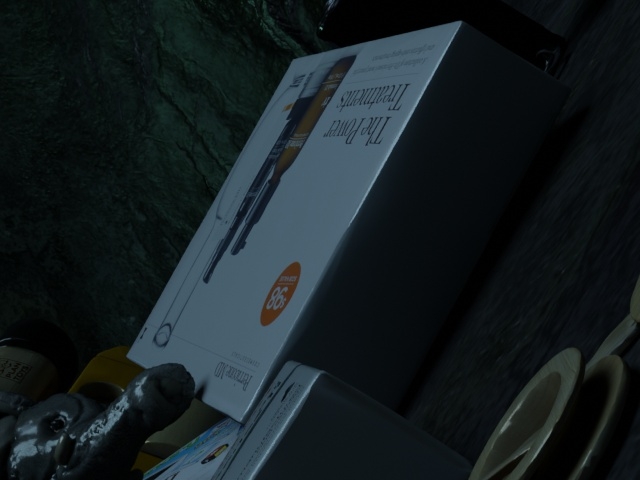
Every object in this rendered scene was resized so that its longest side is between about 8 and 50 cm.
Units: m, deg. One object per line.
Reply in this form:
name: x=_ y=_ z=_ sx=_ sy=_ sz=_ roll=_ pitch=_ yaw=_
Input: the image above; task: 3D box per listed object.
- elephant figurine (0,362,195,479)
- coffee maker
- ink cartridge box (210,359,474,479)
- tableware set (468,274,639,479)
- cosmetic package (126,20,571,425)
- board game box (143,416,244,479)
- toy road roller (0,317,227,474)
elephant figurine: x=-0.194 y=0.175 z=1.161 sx=0.239 sy=0.186 sz=0.169 roll=-60 pitch=-23 yaw=-10
coffee maker: x=0.098 y=-0.171 z=1.339 sx=0.120 sy=0.178 sz=0.171 roll=-60 pitch=4 yaw=-23
ink cartridge box: x=-0.014 y=0.143 z=0.818 sx=0.153 sy=0.087 sz=0.208 roll=-57 pitch=2 yaw=-5
tableware set: x=0.100 y=0.034 z=0.575 sx=0.194 sy=0.039 sz=0.128 roll=-56 pitch=4 yaw=31
cosmetic package: x=0.000 y=0.000 z=1.190 sx=0.284 sy=0.097 sz=0.377 roll=-63 pitch=16 yaw=-6
board game box: x=-0.144 y=0.235 z=1.294 sx=0.305 sy=0.053 sz=0.193 roll=-35 pitch=7 yaw=10
toy road roller: x=-0.252 y=0.250 z=1.776 sx=0.202 sy=0.330 sz=0.240 roll=-61 pitch=-16 yaw=-60
